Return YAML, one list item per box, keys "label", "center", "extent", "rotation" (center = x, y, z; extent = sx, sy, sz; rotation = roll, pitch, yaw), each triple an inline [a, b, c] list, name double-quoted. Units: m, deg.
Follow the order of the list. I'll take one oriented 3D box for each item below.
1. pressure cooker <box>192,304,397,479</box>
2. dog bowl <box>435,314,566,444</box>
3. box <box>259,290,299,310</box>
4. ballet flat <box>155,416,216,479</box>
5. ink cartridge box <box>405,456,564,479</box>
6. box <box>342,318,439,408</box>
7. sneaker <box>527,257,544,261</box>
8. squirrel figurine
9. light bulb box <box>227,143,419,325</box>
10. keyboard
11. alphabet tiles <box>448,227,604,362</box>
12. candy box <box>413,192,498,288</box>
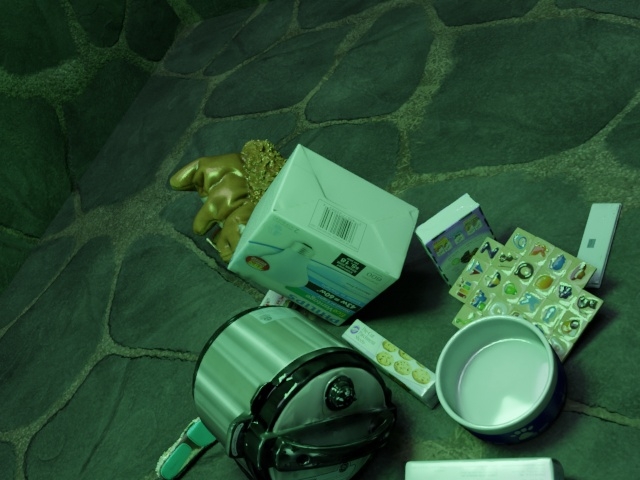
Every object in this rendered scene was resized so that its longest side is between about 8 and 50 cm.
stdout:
- label: "pressure cooker"
  center: [-0.056, 0.375, 1.739]
  extent: [0.370, 0.375, 0.420]
  rotation: [-45, 38, -15]
- label: "dog bowl"
  center: [0.389, 0.300, 1.665]
  extent: [0.264, 0.104, 0.265]
  rotation: [-20, 48, 24]
- label: "box"
  center: [-0.121, 0.192, 2.239]
  extent: [0.114, 0.036, 0.207]
  rotation: [6, 55, 41]
- label: "ballet flat"
  center: [-0.344, 0.531, 2.039]
  extent: [0.241, 0.091, 0.077]
  rotation: [-41, 16, -11]
- label: "ink cartridge box"
  center: [0.314, 0.619, 1.475]
  extent: [0.308, 0.091, 0.385]
  rotation: [-11, 63, 29]
- label: "box"
  center: [0.176, 0.298, 1.886]
  extent: [0.067, 0.063, 0.324]
  rotation: [-44, 39, -11]
- label: "sneaker"
  center: [0.485, 0.064, 1.897]
  extent: [0.209, 0.069, 0.082]
  rotation: [-11, 17, 38]
- label: "squirrel figurine"
  center: [-0.228, -0.118, 2.456]
  extent: [0.397, 0.281, 0.370]
  rotation: [-35, 45, 7]
- label: "light bulb box"
  center: [0.000, 0.000, 1.982]
  extent: [0.361, 0.357, 0.225]
  rotation: [-48, 17, 56]
- label: "keyboard"
  center: [0.663, 0.008, 1.851]
  extent: [0.072, 0.014, 0.256]
  rotation: [-3, 49, 42]
- label: "alphabet tiles"
  center: [0.469, 0.132, 1.795]
  extent: [0.342, 0.011, 0.285]
  rotation: [35, 91, 43]
- label: "candy box"
  center: [0.351, 0.007, 1.937]
  extent: [0.164, 0.196, 0.070]
  rotation: [-35, 38, 1]
